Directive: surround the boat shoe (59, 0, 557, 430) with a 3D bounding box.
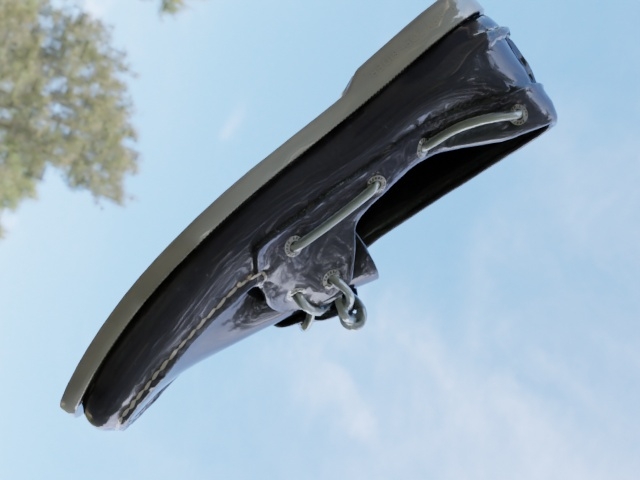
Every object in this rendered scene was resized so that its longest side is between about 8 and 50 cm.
[{"bbox_3d":[0.000,0.000,0.382,0.206,0.065,0.075,-44,177,-10],"label":"boat shoe"}]
